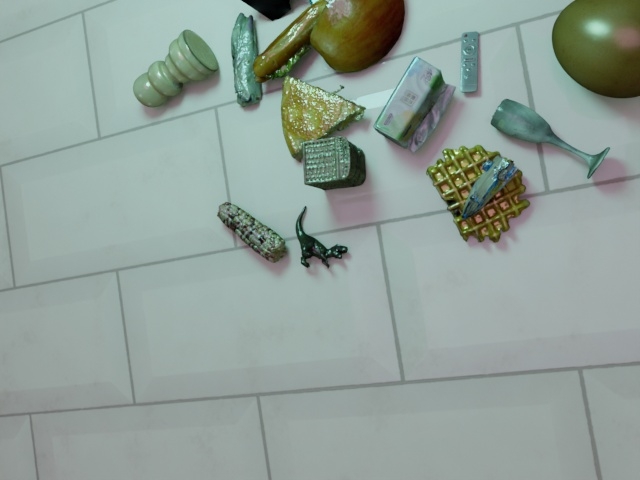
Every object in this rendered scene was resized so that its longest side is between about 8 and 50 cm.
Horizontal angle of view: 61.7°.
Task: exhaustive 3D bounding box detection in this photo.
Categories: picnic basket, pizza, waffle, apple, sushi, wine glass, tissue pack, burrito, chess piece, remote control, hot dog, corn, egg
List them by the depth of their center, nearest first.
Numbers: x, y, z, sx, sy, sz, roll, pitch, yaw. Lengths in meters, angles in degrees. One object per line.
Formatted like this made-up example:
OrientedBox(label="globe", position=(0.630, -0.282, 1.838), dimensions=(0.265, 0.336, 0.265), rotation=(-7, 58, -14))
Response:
OrientedBox(label="egg", position=(0.751, -0.503, 1.363), dimensions=(0.322, 0.250, 0.250), rotation=(37, 101, 21))
OrientedBox(label="wine glass", position=(0.580, -0.247, 1.427), dimensions=(0.309, 0.264, 0.096), rotation=(34, 136, 16))
OrientedBox(label="waffle", position=(0.448, -0.136, 1.560), dimensions=(0.309, 0.065, 0.283), rotation=(19, 95, 19))
OrientedBox(label="tissue pack", position=(0.282, -0.384, 1.566), dimensions=(0.145, 0.159, 0.229), rotation=(34, 100, 15))
OrientedBox(label="remote control", position=(0.441, -0.526, 1.586), dimensions=(0.050, 0.027, 0.184), rotation=(2, 85, 17))
OrientedBox(label="picnic basket", position=(0.049, -0.231, 1.623), dimensions=(0.154, 0.196, 0.134), rotation=(-3, 88, 18))
OrientedBox(label="apple", position=(0.122, -0.685, 1.623), dimensions=(0.346, 0.254, 0.179), rotation=(-54, 43, 8))
OrientedBox(label="pizza", position=(0.008, -0.389, 1.704), dimensions=(0.288, 0.075, 0.279), rotation=(4, 96, 21))
OrientedBox(label="hot dog", position=(-0.089, -0.627, 1.714), dimensions=(0.337, 0.135, 0.100), rotation=(-40, 110, 14))
OrientedBox(label="sushi", position=(-0.150, -0.844, 1.724), dimensions=(0.172, 0.153, 0.150), rotation=(-22, 63, 39))
OrientedBox(label="corn", position=(-0.228, -0.029, 1.776), dimensions=(0.280, 0.092, 0.092), rotation=(36, 100, 20))
OrientedBox(label="burrito", position=(-0.255, -0.605, 1.796), dimensions=(0.096, 0.066, 0.309), rotation=(-4, 89, 13))
OrientedBox(label="chess piece", position=(-0.516, -0.572, 1.844), dimensions=(0.300, 0.167, 0.167), rotation=(-28, 81, 23))

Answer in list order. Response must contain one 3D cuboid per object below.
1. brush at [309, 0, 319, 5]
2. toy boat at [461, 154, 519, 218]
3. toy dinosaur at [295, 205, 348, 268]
OrientedBox(label="brush", position=(-0.029, -0.817, 1.744), dimensions=(0.043, 0.032, 0.193), rotation=(-21, 95, 13))
OrientedBox(label="toy boat", position=(0.460, -0.145, 1.497), dimensions=(0.210, 0.066, 0.084), rotation=(-56, 43, 16))
OrientedBox(label="toy dinosaur", position=(0.000, 0.000, 1.733), dimensions=(0.187, 0.087, 0.179), rotation=(16, 58, 3))
